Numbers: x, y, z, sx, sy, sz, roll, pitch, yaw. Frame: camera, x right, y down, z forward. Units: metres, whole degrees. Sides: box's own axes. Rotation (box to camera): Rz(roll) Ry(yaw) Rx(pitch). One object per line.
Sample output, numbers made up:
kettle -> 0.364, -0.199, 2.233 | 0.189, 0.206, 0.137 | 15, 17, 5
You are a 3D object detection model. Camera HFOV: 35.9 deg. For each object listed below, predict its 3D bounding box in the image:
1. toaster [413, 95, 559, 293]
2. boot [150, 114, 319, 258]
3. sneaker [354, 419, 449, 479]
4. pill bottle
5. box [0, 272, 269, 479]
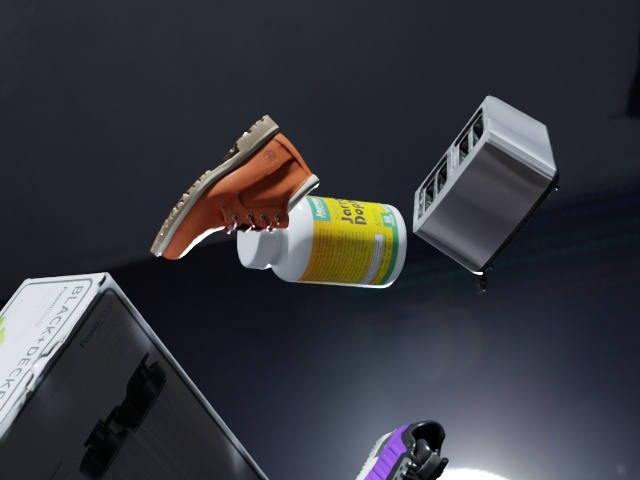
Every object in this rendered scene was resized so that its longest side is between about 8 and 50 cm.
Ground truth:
toaster -> 0.201, -0.064, 1.209 | 0.168, 0.110, 0.185 | -56, -170, 28
boot -> -0.071, -0.027, 0.840 | 0.084, 0.158, 0.059 | 47, -19, -5
sneaker -> 0.136, 0.397, 1.629 | 0.102, 0.146, 0.293 | 46, 36, -12
pill bottle -> 0.000, 0.000, 1.325 | 0.117, 0.208, 0.117 | -175, -90, -67
box -> -0.147, 0.181, 0.719 | 0.290, 0.087, 0.169 | 59, 42, -34
